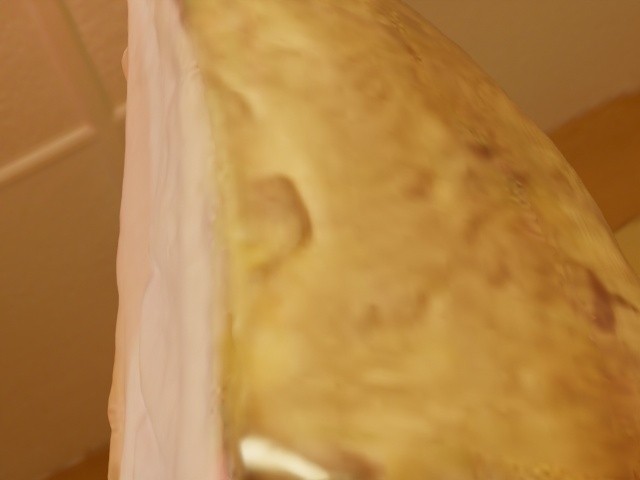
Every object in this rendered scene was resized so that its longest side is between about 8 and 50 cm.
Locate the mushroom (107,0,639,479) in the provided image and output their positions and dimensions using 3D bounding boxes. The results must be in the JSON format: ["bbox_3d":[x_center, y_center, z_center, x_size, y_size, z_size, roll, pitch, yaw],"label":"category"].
[{"bbox_3d":[0.037,-0.013,0.843,0.313,0.397,0.224,2,-28,-21],"label":"mushroom"}]
